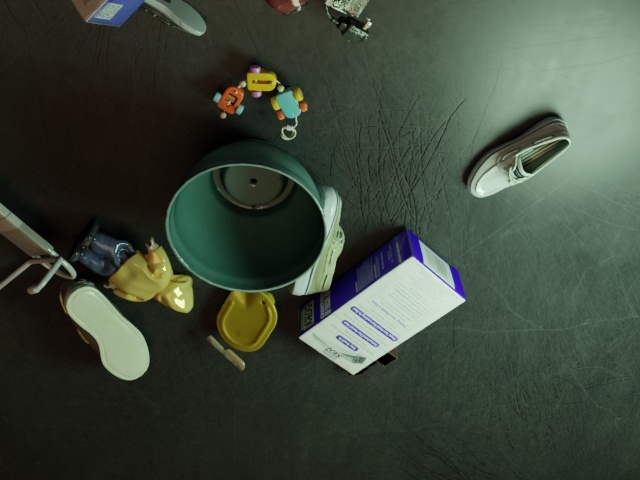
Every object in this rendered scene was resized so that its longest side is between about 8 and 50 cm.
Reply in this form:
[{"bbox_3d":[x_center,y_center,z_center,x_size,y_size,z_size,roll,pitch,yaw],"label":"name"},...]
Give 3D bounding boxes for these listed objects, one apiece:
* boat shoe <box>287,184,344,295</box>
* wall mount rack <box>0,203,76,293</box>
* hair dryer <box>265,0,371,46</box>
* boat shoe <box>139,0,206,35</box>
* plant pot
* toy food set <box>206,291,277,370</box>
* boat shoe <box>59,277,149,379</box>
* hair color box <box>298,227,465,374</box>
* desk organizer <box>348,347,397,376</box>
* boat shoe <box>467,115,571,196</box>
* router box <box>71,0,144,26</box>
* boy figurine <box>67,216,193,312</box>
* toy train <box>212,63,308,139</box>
[{"bbox_3d":[0.000,0.000,1.504,0.094,0.109,0.302,-1,139,-19],"label":"boat shoe"},{"bbox_3d":[-0.700,0.015,1.488,0.304,0.131,0.350,-7,134,46],"label":"wall mount rack"},{"bbox_3d":[-0.010,-0.469,1.160,0.293,0.080,0.224,18,111,-21],"label":"hair dryer"},{"bbox_3d":[-0.262,-0.392,1.221,0.142,0.049,0.040,31,141,-20],"label":"boat shoe"},{"bbox_3d":[-0.133,-0.074,1.371,0.292,0.196,0.293,0,128,0],"label":"plant pot"},{"bbox_3d":[-0.168,0.183,1.660,0.128,0.071,0.218,36,121,3],"label":"toy food set"},{"bbox_3d":[-0.496,0.202,1.651,0.109,0.091,0.305,-39,130,-18],"label":"boat shoe"},{"bbox_3d":[0.130,0.143,1.600,0.338,0.110,0.185,-39,120,24],"label":"hair color box"},{"bbox_3d":[0.127,0.292,1.749,0.047,0.050,0.130,36,120,-25],"label":"desk organizer"},{"bbox_3d":[0.381,-0.152,1.390,0.083,0.076,0.226,35,120,-24],"label":"boat shoe"},{"bbox_3d":[-0.279,-0.528,0.995,0.335,0.082,0.301,-36,86,24],"label":"router box"},{"bbox_3d":[-0.388,0.061,1.541,0.285,0.092,0.177,30,122,-23],"label":"boy figurine"},{"bbox_3d":[-0.107,-0.261,1.324,0.166,0.046,0.125,24,125,-14],"label":"toy train"}]
